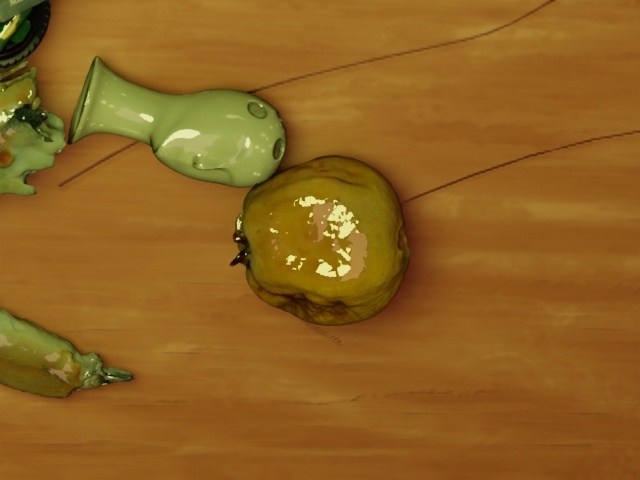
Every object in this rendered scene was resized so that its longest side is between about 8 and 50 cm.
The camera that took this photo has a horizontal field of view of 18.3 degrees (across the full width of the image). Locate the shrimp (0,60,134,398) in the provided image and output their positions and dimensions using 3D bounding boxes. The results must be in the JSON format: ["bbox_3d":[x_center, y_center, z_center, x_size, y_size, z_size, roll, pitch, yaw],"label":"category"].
[{"bbox_3d":[-0.259,0.014,1.482,0.185,0.068,0.287,-9,119,5],"label":"shrimp"}]

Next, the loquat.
[{"bbox_3d":[0.000,0.000,1.503,0.137,0.113,0.137,1,123,2],"label":"loquat"}]

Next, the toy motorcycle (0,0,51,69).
[{"bbox_3d":[-0.301,-0.154,1.328,0.274,0.125,0.187,-31,131,-23],"label":"toy motorcycle"}]

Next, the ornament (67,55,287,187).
[{"bbox_3d":[-0.102,-0.082,1.464,0.156,0.081,0.075,16,127,-12],"label":"ornament"}]
